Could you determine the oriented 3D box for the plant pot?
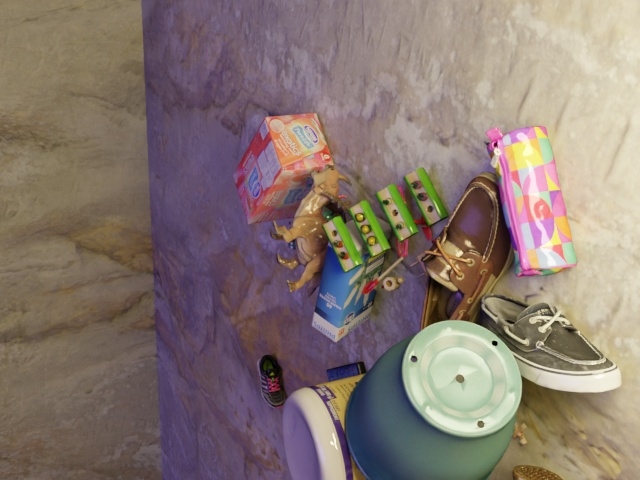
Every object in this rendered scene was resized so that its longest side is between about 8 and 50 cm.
[{"bbox_3d":[0.193,0.261,1.249,0.255,0.271,0.272,106,146,-58],"label":"plant pot"}]

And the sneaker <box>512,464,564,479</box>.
[{"bbox_3d":[0.385,0.435,1.277,0.192,0.064,0.086,7,99,60],"label":"sneaker"}]

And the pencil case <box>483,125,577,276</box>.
[{"bbox_3d":[0.322,-0.061,1.214,0.104,0.104,0.237,-26,76,63],"label":"pencil case"}]

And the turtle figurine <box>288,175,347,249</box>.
[{"bbox_3d":[-0.017,-0.048,1.874,0.234,0.118,0.175,137,156,-74],"label":"turtle figurine"}]

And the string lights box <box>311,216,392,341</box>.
[{"bbox_3d":[0.067,0.080,1.717,0.076,0.133,0.260,31,130,27],"label":"string lights box"}]

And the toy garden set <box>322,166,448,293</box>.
[{"bbox_3d":[0.135,0.005,1.522,0.244,0.049,0.204,-31,78,25],"label":"toy garden set"}]

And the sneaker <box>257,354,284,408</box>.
[{"bbox_3d":[-0.147,0.414,2.340,0.075,0.063,0.171,111,146,-55],"label":"sneaker"}]

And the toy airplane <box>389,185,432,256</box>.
[{"bbox_3d":[0.180,-0.039,1.586,0.151,0.028,0.151,33,128,56],"label":"toy airplane"}]

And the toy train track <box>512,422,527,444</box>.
[{"bbox_3d":[0.339,0.325,1.395,0.083,0.014,0.048,64,149,32],"label":"toy train track"}]

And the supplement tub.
[{"bbox_3d":[0.116,0.366,1.479,0.241,0.331,0.241,170,90,-68],"label":"supplement tub"}]

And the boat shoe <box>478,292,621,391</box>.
[{"bbox_3d":[0.348,0.150,1.234,0.301,0.108,0.102,-153,56,-67],"label":"boat shoe"}]

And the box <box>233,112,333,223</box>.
[{"bbox_3d":[-0.100,-0.175,1.977,0.300,0.142,0.154,-50,54,57],"label":"box"}]

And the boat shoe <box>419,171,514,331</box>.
[{"bbox_3d":[0.240,0.044,1.359,0.123,0.123,0.342,42,137,32],"label":"boat shoe"}]

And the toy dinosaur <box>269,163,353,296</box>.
[{"bbox_3d":[0.000,0.000,1.746,0.127,0.200,0.296,-127,22,-65],"label":"toy dinosaur"}]

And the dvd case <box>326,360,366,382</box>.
[{"bbox_3d":[0.087,0.430,1.924,0.180,0.022,0.253,-30,70,61],"label":"dvd case"}]
